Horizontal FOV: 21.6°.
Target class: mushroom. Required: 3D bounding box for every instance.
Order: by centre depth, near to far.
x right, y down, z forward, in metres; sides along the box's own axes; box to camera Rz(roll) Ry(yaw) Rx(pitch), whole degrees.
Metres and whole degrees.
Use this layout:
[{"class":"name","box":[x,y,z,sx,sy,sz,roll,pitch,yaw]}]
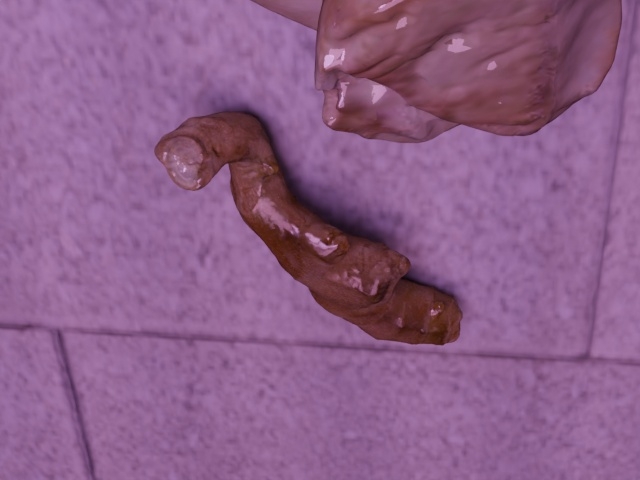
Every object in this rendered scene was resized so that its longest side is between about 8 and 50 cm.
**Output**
[{"class":"mushroom","box":[0.043,-0.187,0.738,0.297,0.290,0.297,2,139,2]}]

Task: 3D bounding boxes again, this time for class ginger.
[{"class":"ginger","box":[0.000,0.000,1.124,0.089,0.075,0.288,1,149,43]}]
